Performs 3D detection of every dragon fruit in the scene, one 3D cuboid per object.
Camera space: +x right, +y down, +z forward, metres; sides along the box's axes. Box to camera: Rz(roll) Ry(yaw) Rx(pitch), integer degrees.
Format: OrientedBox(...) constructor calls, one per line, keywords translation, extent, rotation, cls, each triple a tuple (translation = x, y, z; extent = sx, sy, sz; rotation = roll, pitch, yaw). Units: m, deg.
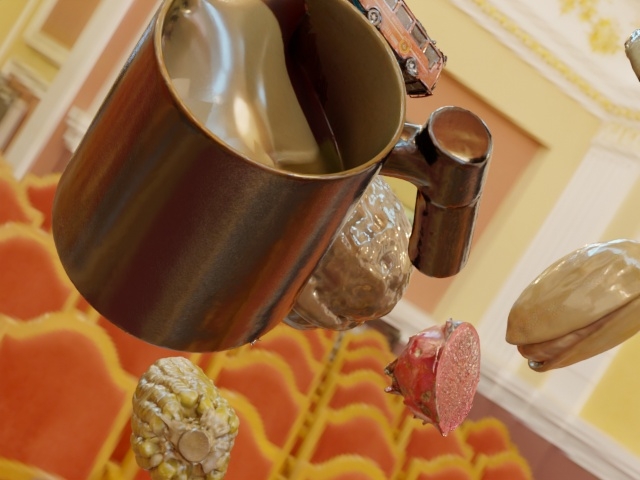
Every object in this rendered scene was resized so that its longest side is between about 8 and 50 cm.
OrientedBox(translation=(0.132, 0.164, 1.491), extent=(0.111, 0.153, 0.153), rotation=(7, -10, 27), cls="dragon fruit")

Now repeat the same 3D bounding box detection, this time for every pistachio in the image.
OrientedBox(translation=(0.428, 0.099, 1.817), extent=(0.162, 0.293, 0.181), rotation=(55, 21, -15), cls="pistachio")

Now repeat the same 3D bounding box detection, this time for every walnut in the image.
OrientedBox(translation=(0.000, 0.000, 1.299), extent=(0.224, 0.224, 0.224), rotation=(31, 2, -1), cls="walnut")

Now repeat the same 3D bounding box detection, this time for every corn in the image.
OrientedBox(translation=(-0.131, 0.161, 1.061), extent=(0.097, 0.097, 0.320), rotation=(31, -3, -10), cls="corn")

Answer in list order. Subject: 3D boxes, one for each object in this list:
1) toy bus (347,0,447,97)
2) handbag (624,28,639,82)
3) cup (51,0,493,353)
OrientedBox(translation=(0.111, -0.330, 1.817), extent=(0.073, 0.096, 0.235), rotation=(6, -34, 52), cls="toy bus")
OrientedBox(translation=(0.376, -0.105, 0.567), extent=(0.327, 0.325, 0.162), rotation=(22, 37, -40), cls="handbag")
OrientedBox(translation=(-0.021, -0.052, 0.675), extent=(0.239, 0.177, 0.166), rotation=(-8, 63, -31), cls="cup")
